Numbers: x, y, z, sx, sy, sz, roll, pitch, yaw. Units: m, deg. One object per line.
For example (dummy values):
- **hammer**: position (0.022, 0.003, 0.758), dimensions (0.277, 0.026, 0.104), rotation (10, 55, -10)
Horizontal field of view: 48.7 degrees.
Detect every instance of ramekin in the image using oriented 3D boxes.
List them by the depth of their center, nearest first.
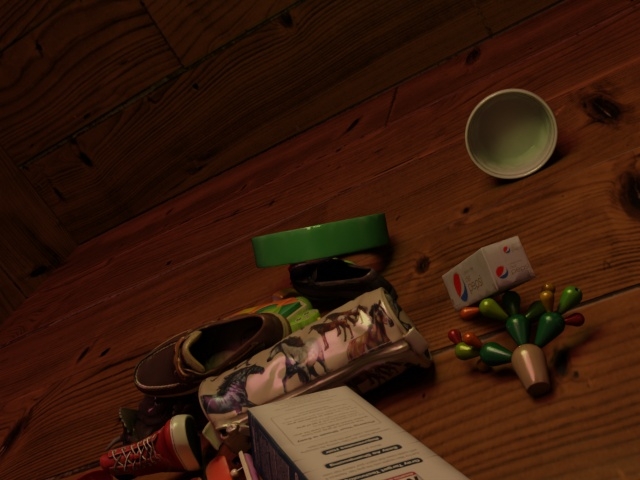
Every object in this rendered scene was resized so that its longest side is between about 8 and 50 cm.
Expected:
- **ramekin**: position (0.444, -0.256, 1.657), dimensions (0.207, 0.207, 0.109), rotation (-25, 13, 20)

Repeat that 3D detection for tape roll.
- **tape roll**: position (0.000, 0.000, 1.677), dimensions (0.321, 0.077, 0.321), rotation (-12, 1, 0)

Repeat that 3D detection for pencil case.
- **pencil case**: position (-0.009, 0.231, 1.229), dimensions (0.410, 0.160, 0.183), rotation (-29, 21, 10)

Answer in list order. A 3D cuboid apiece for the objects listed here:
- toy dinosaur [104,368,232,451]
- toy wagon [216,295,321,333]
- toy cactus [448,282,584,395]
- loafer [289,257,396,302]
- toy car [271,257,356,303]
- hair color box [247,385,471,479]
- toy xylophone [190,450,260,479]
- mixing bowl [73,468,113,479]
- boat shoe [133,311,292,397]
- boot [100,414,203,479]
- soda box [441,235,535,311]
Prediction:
- **toy dinosaur**: position (-0.309, 0.327, 1.488), dimensions (0.160, 0.121, 0.313), rotation (12, 45, 33)
- **toy wagon**: position (-0.120, 0.191, 1.519), dimensions (0.344, 0.068, 0.267), rotation (-17, 9, 33)
- **toy cactus**: position (0.305, 0.156, 1.073), dimensions (0.219, 0.112, 0.180), rotation (-23, 40, 17)
- **loafer**: position (0.035, 0.076, 1.553), dimensions (0.303, 0.095, 0.109), rotation (11, 50, 47)
- **toy car**: position (-0.016, 0.089, 1.727), dimensions (0.225, 0.053, 0.239), rotation (-21, 23, 28)
- **hair color box**: position (0.036, 0.315, 0.957), dimensions (0.174, 0.105, 0.347), rotation (-9, 11, -22)
- **toy xylophone**: position (-0.205, 0.471, 1.070), dimensions (0.323, 0.081, 0.236), rotation (-37, 21, -13)
- **mixing bowl**: position (-0.419, 0.511, 1.262), dimensions (0.181, 0.098, 0.181), rotation (-28, 21, 12)
- **boat shoe**: position (-0.228, 0.211, 1.347), dimensions (0.342, 0.123, 0.123), rotation (-18, 68, 18)
- **boot**: position (-0.296, 0.366, 1.217), dimensions (0.176, 0.088, 0.244), rotation (-6, -25, -10)
- **soda box**: position (0.275, 0.061, 1.188), dimensions (0.069, 0.073, 0.216), rotation (-18, -12, -12)
